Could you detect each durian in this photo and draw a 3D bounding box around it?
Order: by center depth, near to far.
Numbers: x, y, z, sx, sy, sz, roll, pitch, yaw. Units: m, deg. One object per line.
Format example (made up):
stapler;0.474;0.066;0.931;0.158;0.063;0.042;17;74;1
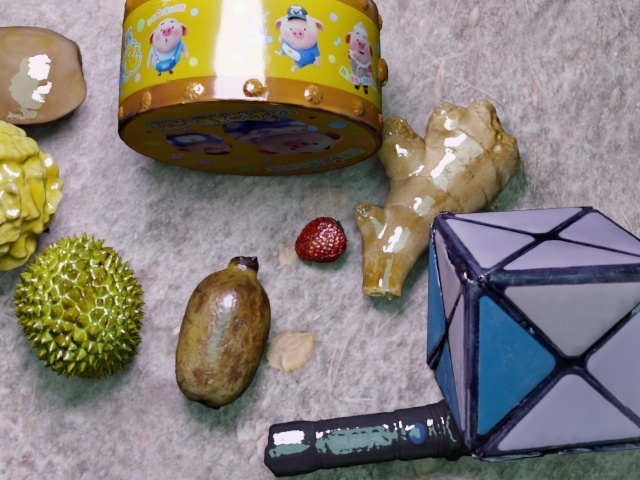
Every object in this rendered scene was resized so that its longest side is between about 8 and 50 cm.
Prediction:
durian;-0.387;0.103;1.446;0.200;0.176;0.237;-19;70;-28

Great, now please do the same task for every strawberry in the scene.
strawberry;0.000;0.000;1.547;0.096;0.083;0.083;-31;84;19

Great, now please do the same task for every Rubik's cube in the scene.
Rubik's cube;0.336;0.136;1.396;0.310;0.307;0.305;-2;109;-6

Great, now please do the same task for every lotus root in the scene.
lotus root;-0.156;0.146;1.478;0.145;0.128;0.260;19;84;-16

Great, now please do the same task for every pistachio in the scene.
pistachio;-0.522;-0.269;1.497;0.260;0.163;0.213;-3;42;-7

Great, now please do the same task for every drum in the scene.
drum;-0.109;-0.251;1.408;0.430;0.431;0.214;2;80;-5

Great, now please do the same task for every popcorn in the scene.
popcorn;-0.526;-0.073;1.404;0.249;0.225;0.250;1;92;34

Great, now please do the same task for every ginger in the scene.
ginger;0.174;-0.085;1.528;0.375;0.166;0.236;-46;120;-20

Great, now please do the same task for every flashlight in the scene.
flashlight;0.114;0.322;1.489;0.423;0.103;0.103;-5;81;-5
